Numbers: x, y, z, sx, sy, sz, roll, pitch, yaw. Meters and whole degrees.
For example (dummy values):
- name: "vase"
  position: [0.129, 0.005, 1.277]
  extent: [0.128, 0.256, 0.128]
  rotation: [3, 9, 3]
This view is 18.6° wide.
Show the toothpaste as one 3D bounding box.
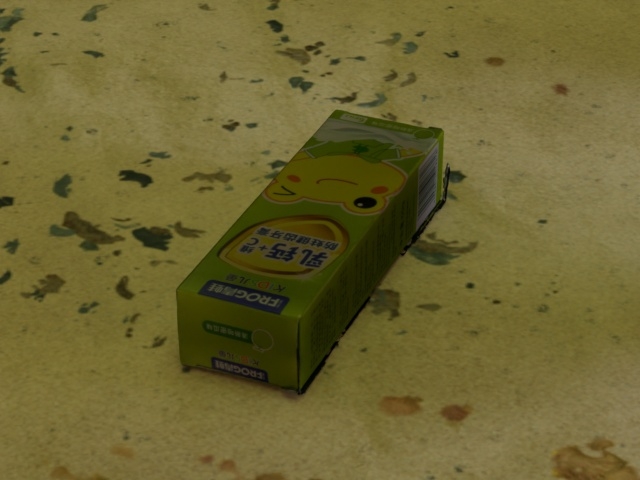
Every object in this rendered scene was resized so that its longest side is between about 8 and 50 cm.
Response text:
- name: "toothpaste"
  position: [0.000, 0.000, 1.632]
  extent: [0.110, 0.077, 0.327]
  rotation: [14, 36, 20]
